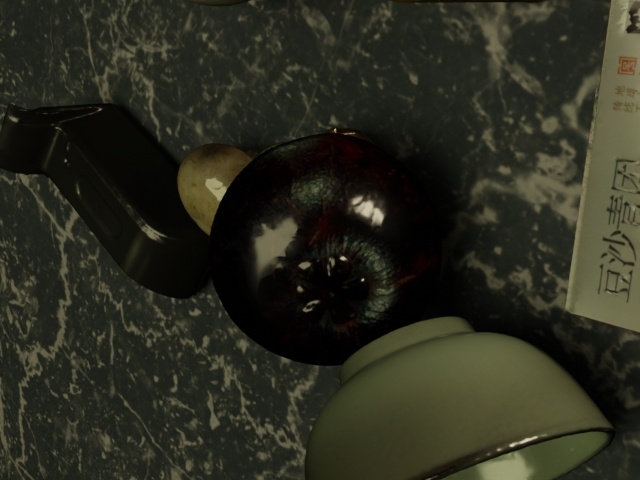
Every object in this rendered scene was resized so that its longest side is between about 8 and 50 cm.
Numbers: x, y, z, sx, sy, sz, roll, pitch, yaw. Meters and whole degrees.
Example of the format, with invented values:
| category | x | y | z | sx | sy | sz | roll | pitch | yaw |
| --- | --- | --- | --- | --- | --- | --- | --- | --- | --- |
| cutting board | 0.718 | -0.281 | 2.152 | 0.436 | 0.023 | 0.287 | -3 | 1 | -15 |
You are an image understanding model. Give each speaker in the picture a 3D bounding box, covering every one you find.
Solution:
| category | x | y | z | sx | sy | sz | roll | pitch | yaw |
| --- | --- | --- | --- | --- | --- | --- | --- | --- | --- |
| speaker | -0.352 | -0.070 | 1.315 | 0.388 | 0.184 | 0.180 | 45 | 127 | 20 |

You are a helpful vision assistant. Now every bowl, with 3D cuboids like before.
| category | x | y | z | sx | sy | sz | roll | pitch | yaw |
| --- | --- | --- | --- | --- | --- | --- | --- | --- | --- |
| bowl | 0.132 | 0.210 | 0.912 | 0.354 | 0.354 | 0.185 | -47 | 53 | 39 |

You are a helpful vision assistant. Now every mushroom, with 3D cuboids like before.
| category | x | y | z | sx | sy | sz | roll | pitch | yaw |
| --- | --- | --- | --- | --- | --- | --- | --- | --- | --- |
| mushroom | -0.132 | -0.072 | 1.172 | 0.166 | 0.127 | 0.166 | 35 | 147 | 28 |

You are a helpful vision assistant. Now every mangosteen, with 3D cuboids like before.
| category | x | y | z | sx | sy | sz | roll | pitch | yaw |
| --- | --- | --- | --- | --- | --- | --- | --- | --- | --- |
| mangosteen | 0.006 | 0.009 | 0.991 | 0.300 | 0.300 | 0.300 | 13 | 112 | 37 |

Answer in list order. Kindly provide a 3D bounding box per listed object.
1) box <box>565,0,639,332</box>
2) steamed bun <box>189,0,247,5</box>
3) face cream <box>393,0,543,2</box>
| category | x | y | z | sx | sy | sz | roll | pitch | yaw |
| --- | --- | --- | --- | --- | --- | --- | --- | --- | --- |
| box | 0.440 | -0.057 | 0.686 | 0.385 | 0.122 | 0.344 | 16 | 113 | 36 |
| steamed bun | -0.087 | -0.411 | 0.951 | 0.177 | 0.283 | 0.283 | 21 | 125 | -11 |
| face cream | 0.128 | -0.274 | 0.731 | 0.105 | 0.349 | 0.105 | 13 | 111 | 37 |
